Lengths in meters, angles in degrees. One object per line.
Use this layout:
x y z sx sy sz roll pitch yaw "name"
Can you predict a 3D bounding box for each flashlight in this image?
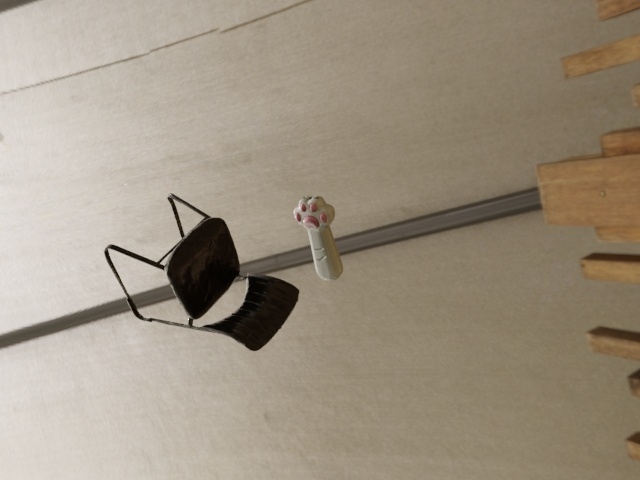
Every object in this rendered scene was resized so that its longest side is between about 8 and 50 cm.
0.000 0.000 1.346 0.047 0.093 0.200 -45 -51 -47 "flashlight"

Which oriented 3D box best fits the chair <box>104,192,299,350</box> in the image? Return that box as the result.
-0.157 0.047 0.882 0.140 0.221 0.145 -50 -37 -37 "chair"
